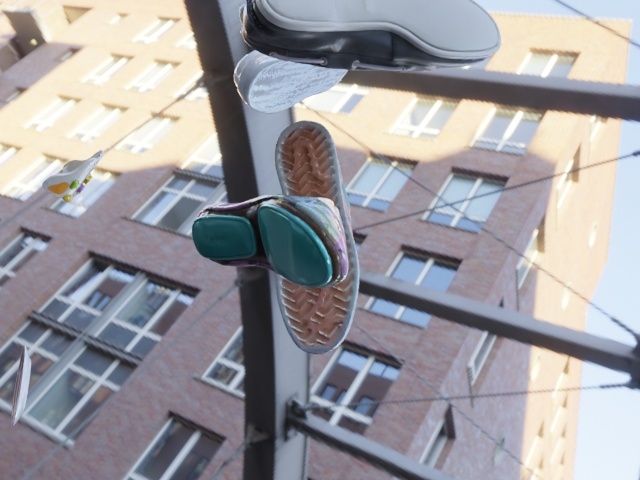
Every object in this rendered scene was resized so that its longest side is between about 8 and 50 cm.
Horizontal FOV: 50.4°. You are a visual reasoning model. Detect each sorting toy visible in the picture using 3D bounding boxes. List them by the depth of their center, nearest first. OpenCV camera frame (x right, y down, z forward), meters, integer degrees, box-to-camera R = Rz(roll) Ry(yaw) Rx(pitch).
[{"bbox_3d":[-0.335,-0.097,0.948,0.075,0.083,0.045,-39,-73,13],"label":"sorting toy"}]

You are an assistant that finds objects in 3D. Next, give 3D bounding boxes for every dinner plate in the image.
[{"bbox_3d":[-0.527,0.256,1.201,0.017,0.141,0.141,8,-23,-25],"label":"dinner plate"}]

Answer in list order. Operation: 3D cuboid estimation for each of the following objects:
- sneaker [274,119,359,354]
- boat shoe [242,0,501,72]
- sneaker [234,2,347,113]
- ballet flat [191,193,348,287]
[{"bbox_3d":[0.000,0.000,0.905,0.108,0.302,0.121,-4,-12,8],"label":"sneaker"},{"bbox_3d":[0.064,-0.267,0.852,0.335,0.112,0.095,1,-15,-22],"label":"boat shoe"},{"bbox_3d":[-0.081,-0.292,1.036,0.169,0.292,0.108,42,-60,9],"label":"sneaker"},{"bbox_3d":[-0.032,-0.008,0.593,0.221,0.079,0.076,4,-70,53],"label":"ballet flat"}]
